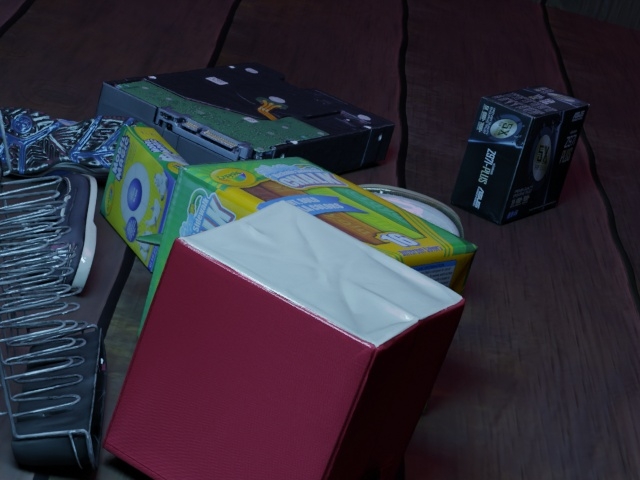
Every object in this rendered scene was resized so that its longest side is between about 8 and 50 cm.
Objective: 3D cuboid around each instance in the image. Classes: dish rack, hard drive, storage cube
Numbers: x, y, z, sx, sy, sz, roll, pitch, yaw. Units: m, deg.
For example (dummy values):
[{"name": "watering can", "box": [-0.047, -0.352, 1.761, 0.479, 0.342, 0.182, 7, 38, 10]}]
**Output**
[{"name": "dish rack", "box": [-0.228, 0.028, 1.496, 0.074, 0.271, 0.208, -9, 21, -2]}, {"name": "hard drive", "box": [-0.089, -0.145, 2.374, 0.237, 0.064, 0.339, 25, 20, 25]}, {"name": "storage cube", "box": [-0.025, 0.105, 1.506, 0.215, 0.193, 0.184, 28, 21, 20]}]

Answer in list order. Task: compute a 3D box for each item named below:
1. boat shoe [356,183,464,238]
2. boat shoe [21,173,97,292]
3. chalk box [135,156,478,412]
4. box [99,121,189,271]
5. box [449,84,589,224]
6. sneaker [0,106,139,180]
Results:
[{"name": "boat shoe", "box": [0.000, 0.000, 1.987, 0.302, 0.113, 0.103, 5, 20, 0]}, {"name": "boat shoe", "box": [-0.259, -0.017, 1.867, 0.065, 0.075, 0.206, 14, 23, -15]}, {"name": "chalk box", "box": [-0.037, 0.033, 1.740, 0.289, 0.179, 0.180, 28, 22, 31]}, {"name": "box", "box": [-0.179, -0.049, 1.971, 0.043, 0.105, 0.179, 6, 21, -28]}, {"name": "box", "box": [0.257, -0.112, 2.429, 0.077, 0.147, 0.180, 25, 20, 25]}, {"name": "sneaker", "box": [-0.293, -0.096, 2.088, 0.211, 0.080, 0.081, 7, -16, -4]}]
